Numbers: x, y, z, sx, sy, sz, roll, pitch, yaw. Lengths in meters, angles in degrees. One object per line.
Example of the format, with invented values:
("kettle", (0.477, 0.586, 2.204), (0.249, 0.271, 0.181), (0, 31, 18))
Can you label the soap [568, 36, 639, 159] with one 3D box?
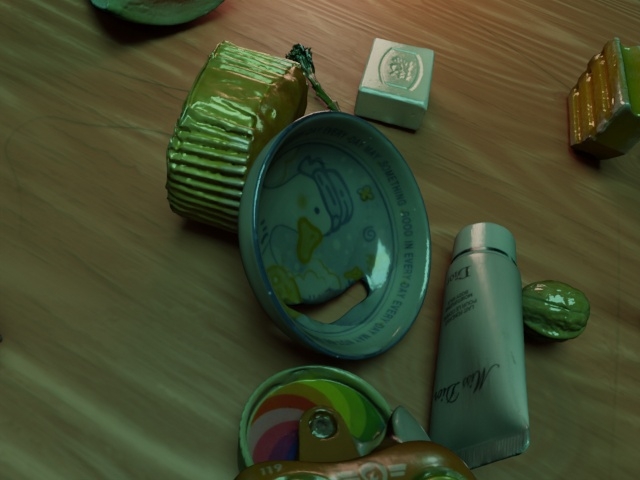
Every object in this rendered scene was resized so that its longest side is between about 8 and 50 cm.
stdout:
("soap", (0.523, -0.249, 0.860), (0.073, 0.140, 0.232), (20, 52, 3))

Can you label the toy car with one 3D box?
("toy car", (0.017, 0.208, 0.425), (0.235, 0.145, 0.235), (7, 36, -5))

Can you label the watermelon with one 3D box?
("watermelon", (-0.275, -0.508, 0.827), (0.283, 0.293, 0.250), (-15, 88, -23))

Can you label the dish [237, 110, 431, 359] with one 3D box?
("dish", (0.000, 0.000, 0.564), (0.273, 0.134, 0.273), (9, 76, -40))

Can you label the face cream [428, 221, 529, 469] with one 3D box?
("face cream", (0.184, 0.107, 0.540), (0.089, 0.143, 0.314), (30, 46, -10))

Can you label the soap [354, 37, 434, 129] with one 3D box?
("soap", (0.136, -0.285, 0.852), (0.122, 0.063, 0.183), (15, 51, 2))

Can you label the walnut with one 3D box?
("walnut", (0.286, 0.089, 0.592), (0.092, 0.092, 0.092), (6, 53, -8))

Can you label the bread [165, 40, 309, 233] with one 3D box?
("bread", (-0.098, -0.130, 0.614), (0.133, 0.179, 0.250), (14, 54, 3))

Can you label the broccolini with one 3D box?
("broccolini", (-0.006, -0.266, 0.829), (0.042, 0.044, 0.218), (-6, 59, -35))
